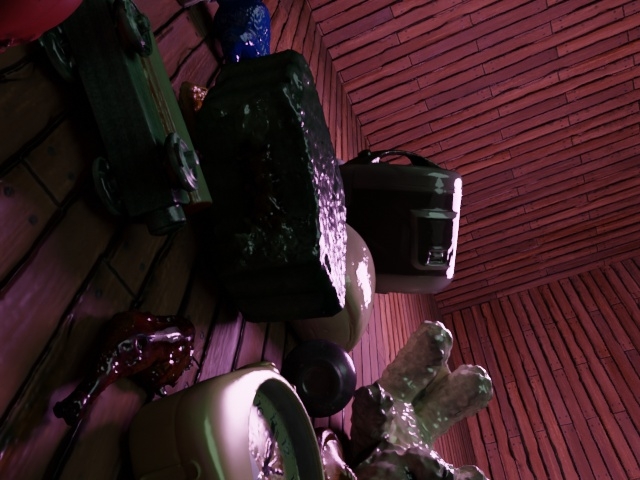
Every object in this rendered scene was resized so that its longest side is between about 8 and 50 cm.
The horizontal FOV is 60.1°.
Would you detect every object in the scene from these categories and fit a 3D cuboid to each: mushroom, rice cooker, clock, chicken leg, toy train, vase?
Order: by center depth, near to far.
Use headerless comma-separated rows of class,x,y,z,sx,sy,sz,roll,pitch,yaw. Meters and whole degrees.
chicken leg,-0.174,0.111,0.529,0.205,0.053,0.093,16,70,-68
clock,-0.070,0.256,0.611,0.308,0.096,0.235,6,64,-74
toy train,-0.207,-0.144,0.634,0.177,0.116,0.286,-23,93,-87
mushroom,0.006,0.333,0.804,0.127,0.087,0.127,-16,90,-78
vase,-0.001,0.218,0.904,0.183,0.120,0.120,58,13,-84
rice cooker,0.178,-0.050,1.314,0.335,0.335,0.326,-12,107,-75

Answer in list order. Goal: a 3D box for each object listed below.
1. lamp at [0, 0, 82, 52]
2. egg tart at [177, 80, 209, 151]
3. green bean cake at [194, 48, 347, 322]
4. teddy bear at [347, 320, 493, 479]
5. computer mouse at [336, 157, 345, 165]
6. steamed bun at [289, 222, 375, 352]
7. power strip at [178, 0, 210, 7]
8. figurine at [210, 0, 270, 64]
lamp,-0.260,-0.222,0.351,0.227,0.226,0.227,-20,90,-75
egg tart,-0.187,-0.180,0.848,0.129,0.049,0.129,55,25,-41
green bean cake,-0.070,-0.074,0.794,0.300,0.169,0.308,-84,162,-47
teddy bear,0.187,0.359,0.938,0.327,0.375,0.362,48,-6,-8
computer mouse,0.069,-0.103,1.538,0.184,0.121,0.297,49,24,-57
steamed bun,0.018,0.082,1.026,0.250,0.154,0.200,62,22,-27
power strip,-0.282,-0.534,0.957,0.078,0.052,0.272,-94,158,-45
figurine,-0.149,-0.417,1.148,0.164,0.120,0.262,-85,154,-65
